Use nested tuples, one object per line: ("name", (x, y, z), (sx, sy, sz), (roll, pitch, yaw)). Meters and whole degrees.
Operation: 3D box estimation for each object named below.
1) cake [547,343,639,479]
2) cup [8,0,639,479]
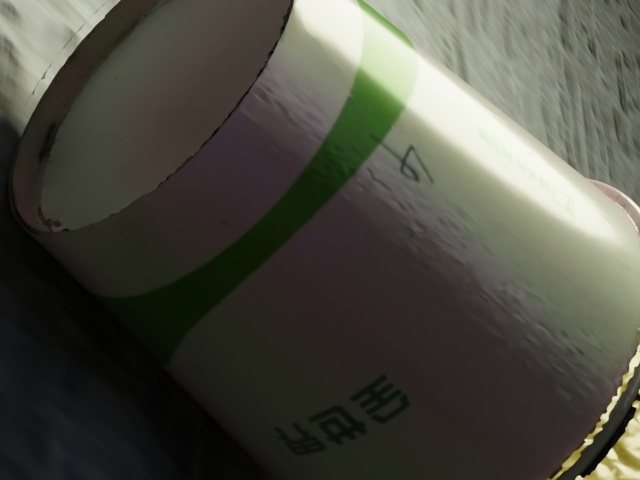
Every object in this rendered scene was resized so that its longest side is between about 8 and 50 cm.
("cake", (0.186, 0.232, 1.091), (0.286, 0.223, 0.227), (90, 2, -46))
("cup", (0.000, 0.000, 0.931), (0.274, 0.253, 0.253), (41, 35, -32))
